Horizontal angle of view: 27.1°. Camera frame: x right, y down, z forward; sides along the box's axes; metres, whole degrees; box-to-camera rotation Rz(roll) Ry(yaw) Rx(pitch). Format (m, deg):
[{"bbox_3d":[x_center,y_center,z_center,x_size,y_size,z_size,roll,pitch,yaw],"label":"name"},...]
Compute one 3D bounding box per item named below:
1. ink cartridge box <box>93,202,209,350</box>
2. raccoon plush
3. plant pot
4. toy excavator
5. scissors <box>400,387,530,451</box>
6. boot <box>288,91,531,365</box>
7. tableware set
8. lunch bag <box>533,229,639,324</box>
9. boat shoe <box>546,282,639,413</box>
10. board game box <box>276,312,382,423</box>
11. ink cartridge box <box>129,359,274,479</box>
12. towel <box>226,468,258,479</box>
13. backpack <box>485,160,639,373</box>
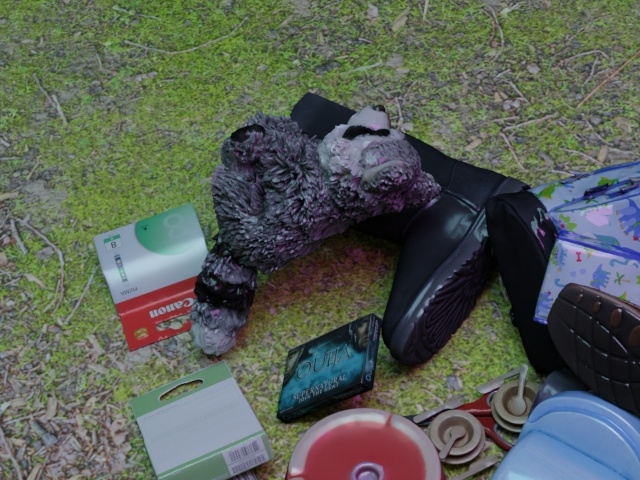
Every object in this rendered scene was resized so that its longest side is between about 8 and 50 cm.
[{"bbox_3d":[-0.267,0.057,2.207,0.181,0.056,0.224,-19,50,-5],"label":"ink cartridge box"},{"bbox_3d":[0.000,0.000,2.039,0.299,0.446,0.216,21,21,27],"label":"raccoon plush"},{"bbox_3d":[0.060,0.368,1.743,0.275,0.243,0.275,-1,47,1],"label":"plant pot"},{"bbox_3d":[0.254,0.411,1.666,0.222,0.432,0.445,28,22,28],"label":"toy excavator"},{"bbox_3d":[0.193,0.258,1.990,0.297,0.021,0.109,5,56,15],"label":"scissors"},{"bbox_3d":[0.065,-0.030,2.155,0.445,0.146,0.367,27,63,28],"label":"boot"},{"bbox_3d":[0.244,0.259,1.941,0.194,0.039,0.128,-25,53,-9],"label":"tableware set"},{"bbox_3d":[0.383,0.066,1.824,0.151,0.096,0.128,16,101,11],"label":"lunch bag"},{"bbox_3d":[0.440,0.162,1.676,0.324,0.122,0.120,35,26,21],"label":"boat shoe"},{"bbox_3d":[0.012,0.193,1.998,0.186,0.026,0.126,-27,39,39],"label":"board game box"},{"bbox_3d":[-0.185,0.285,2.009,0.171,0.056,0.235,-23,26,-9],"label":"ink cartridge box"},{"bbox_3d":[-0.202,0.480,1.860,0.324,0.056,0.312,-22,52,-6],"label":"towel"},{"bbox_3d":[0.469,0.016,1.976,0.356,0.290,0.273,-18,6,-23],"label":"backpack"}]
